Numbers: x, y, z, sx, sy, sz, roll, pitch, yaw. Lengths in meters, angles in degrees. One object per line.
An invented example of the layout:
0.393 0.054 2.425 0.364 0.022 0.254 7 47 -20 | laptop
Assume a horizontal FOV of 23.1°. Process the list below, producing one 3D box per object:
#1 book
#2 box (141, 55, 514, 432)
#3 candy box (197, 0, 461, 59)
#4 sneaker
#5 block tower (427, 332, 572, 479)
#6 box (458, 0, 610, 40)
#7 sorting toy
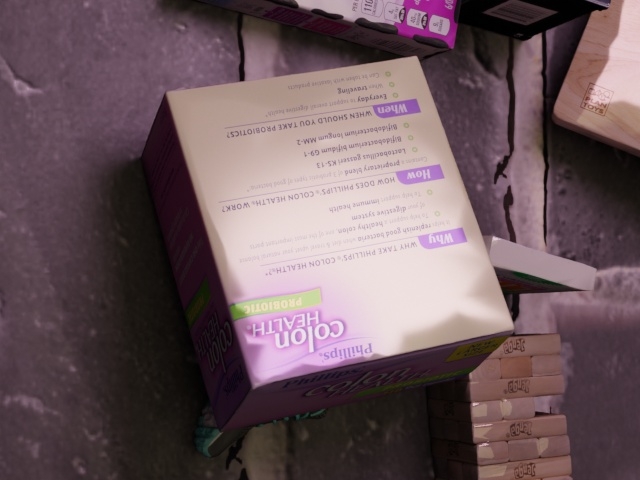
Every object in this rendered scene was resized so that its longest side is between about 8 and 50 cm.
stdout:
0.150 0.022 1.295 0.096 0.144 0.035 16 81 -18 | book
0.000 0.000 1.218 0.214 0.117 0.243 -11 70 -21 | box
0.007 -0.256 1.298 0.233 0.071 0.159 12 83 -19 | candy box
-0.028 0.124 1.268 0.166 0.065 0.076 -43 105 -16 | sneaker
0.157 0.247 1.313 0.097 0.091 0.335 -3 88 -20 | block tower
0.180 -0.266 1.319 0.093 0.156 0.158 13 82 -18 | box
0.364 -0.169 1.385 0.257 0.089 0.255 22 82 4 | sorting toy
